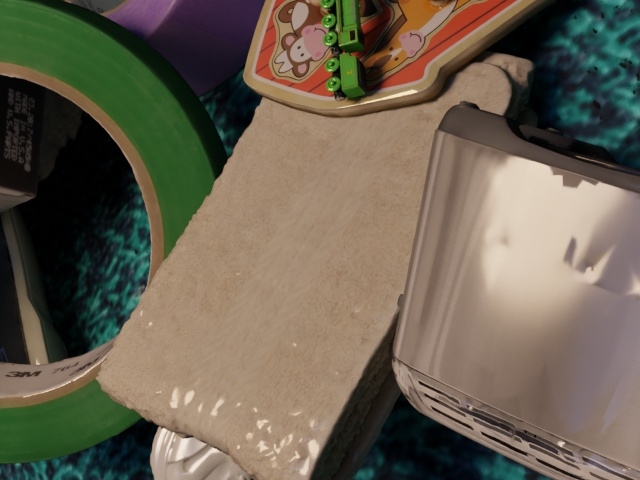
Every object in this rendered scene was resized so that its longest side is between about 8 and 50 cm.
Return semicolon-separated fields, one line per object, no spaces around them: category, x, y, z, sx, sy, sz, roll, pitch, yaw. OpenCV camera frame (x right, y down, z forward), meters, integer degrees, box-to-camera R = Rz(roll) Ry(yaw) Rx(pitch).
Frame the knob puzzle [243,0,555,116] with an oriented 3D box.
knob puzzle;0.030;-0.154;0.746;0.213;0.030;0.213;-17;53;25

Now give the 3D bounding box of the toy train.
toy train;0.014;-0.120;0.713;0.024;0.017;0.083;-11;69;22

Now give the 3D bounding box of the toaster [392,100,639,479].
toaster;0.139;0.033;0.563;0.227;0.129;0.146;22;100;35

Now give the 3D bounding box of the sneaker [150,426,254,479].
sneaker;-0.032;0.107;0.763;0.115;0.090;0.232;8;86;45

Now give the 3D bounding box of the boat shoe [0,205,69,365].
boat shoe;-0.271;0.047;1.029;0.079;0.095;0.254;-21;63;-3

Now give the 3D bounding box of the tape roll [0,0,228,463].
tape roll;-0.220;-0.008;0.846;0.077;0.321;0.321;-79;14;-77

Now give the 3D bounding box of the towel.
towel;0.000;0.000;0.717;0.187;0.049;0.282;19;72;42

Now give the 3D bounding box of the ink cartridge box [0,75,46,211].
ink cartridge box;-0.328;-0.151;1.043;0.307;0.072;0.303;-15;69;48

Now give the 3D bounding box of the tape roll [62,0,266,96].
tape roll;-0.122;-0.252;0.957;0.275;0.090;0.274;-15;70;44
